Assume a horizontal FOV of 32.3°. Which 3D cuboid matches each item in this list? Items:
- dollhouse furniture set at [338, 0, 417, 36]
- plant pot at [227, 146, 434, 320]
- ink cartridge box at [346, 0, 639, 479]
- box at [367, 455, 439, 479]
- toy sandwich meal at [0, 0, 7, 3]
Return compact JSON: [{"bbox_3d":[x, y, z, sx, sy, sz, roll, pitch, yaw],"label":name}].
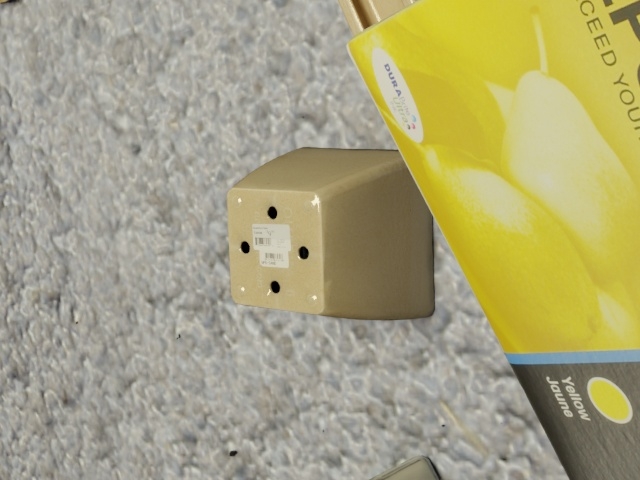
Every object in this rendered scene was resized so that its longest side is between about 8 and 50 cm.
[{"bbox_3d":[0.047,-0.159,0.618,0.151,0.123,0.144,-29,80,37],"label":"dollhouse furniture set"},{"bbox_3d":[0.000,0.000,0.701,0.109,0.096,0.109,5,102,37],"label":"plant pot"},{"bbox_3d":[0.172,-0.002,0.478,0.303,0.072,0.307,63,154,-6],"label":"ink cartridge box"},{"bbox_3d":[-0.020,0.257,0.729,0.232,0.149,0.126,-36,76,37],"label":"box"},{"bbox_3d":[-0.268,-0.238,0.911,0.086,0.029,0.085,9,110,26],"label":"toy sandwich meal"}]
